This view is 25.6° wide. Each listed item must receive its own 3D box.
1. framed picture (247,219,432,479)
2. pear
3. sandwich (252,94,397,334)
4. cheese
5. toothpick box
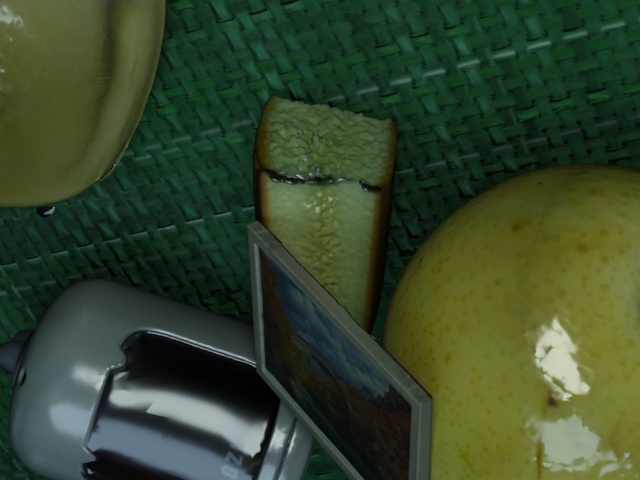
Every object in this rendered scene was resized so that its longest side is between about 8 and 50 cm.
[{"bbox_3d":[0.013,0.118,1.164,0.016,0.250,0.184,-25,137,-24],"label":"framed picture"},{"bbox_3d":[0.214,0.112,1.173,0.348,0.348,0.348,7,129,8],"label":"pear"},{"bbox_3d":[0.000,0.000,1.269,0.122,0.128,0.236,7,130,4],"label":"sandwich"},{"bbox_3d":[-0.268,-0.153,1.209,0.259,0.128,0.316,12,131,1],"label":"cheese"},{"bbox_3d":[-0.164,0.156,1.385,0.316,0.229,0.229,19,130,-2],"label":"toothpick box"}]
